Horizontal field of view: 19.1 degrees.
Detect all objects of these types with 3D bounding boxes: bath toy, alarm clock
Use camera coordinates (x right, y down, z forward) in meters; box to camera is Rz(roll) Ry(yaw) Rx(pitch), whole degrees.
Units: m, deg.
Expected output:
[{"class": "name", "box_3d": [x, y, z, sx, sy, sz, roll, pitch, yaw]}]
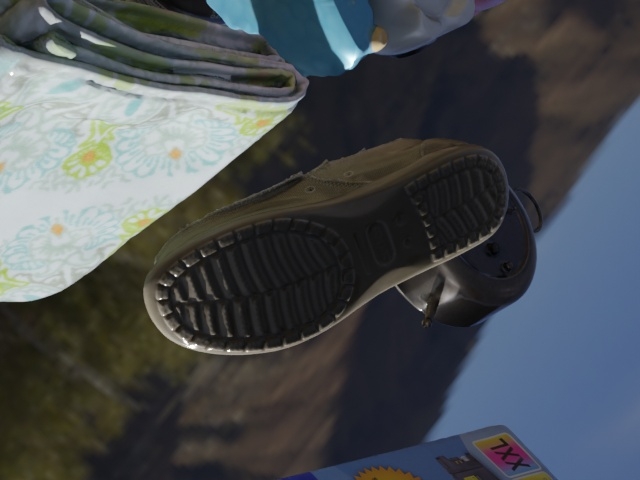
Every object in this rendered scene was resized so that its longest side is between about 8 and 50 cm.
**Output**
[{"class": "bath toy", "box_3d": [0.075, -0.218, 1.365, 0.129, 0.151, 0.348, -7, -169, 44]}, {"class": "alarm clock", "box_3d": [0.118, -0.008, 1.457, 0.064, 0.129, 0.192, -34, 171, 39]}]

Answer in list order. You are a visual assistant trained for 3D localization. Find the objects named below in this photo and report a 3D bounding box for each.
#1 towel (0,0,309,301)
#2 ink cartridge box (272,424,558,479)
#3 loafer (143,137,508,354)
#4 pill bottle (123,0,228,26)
[{"class": "towel", "box_3d": [-0.232, -0.058, 1.467, 0.374, 0.090, 0.320, -35, 154, 30]}, {"class": "ink cartridge box", "box_3d": [0.091, 0.320, 1.618, 0.395, 0.270, 0.151, -9, 136, -48]}, {"class": "loafer", "box_3d": [0.000, 0.000, 1.331, 0.268, 0.102, 0.092, -19, -159, -14]}, {"class": "pill bottle", "box_3d": [-0.104, -0.228, 1.585, 0.130, 0.130, 0.245, -52, -173, -21]}]
